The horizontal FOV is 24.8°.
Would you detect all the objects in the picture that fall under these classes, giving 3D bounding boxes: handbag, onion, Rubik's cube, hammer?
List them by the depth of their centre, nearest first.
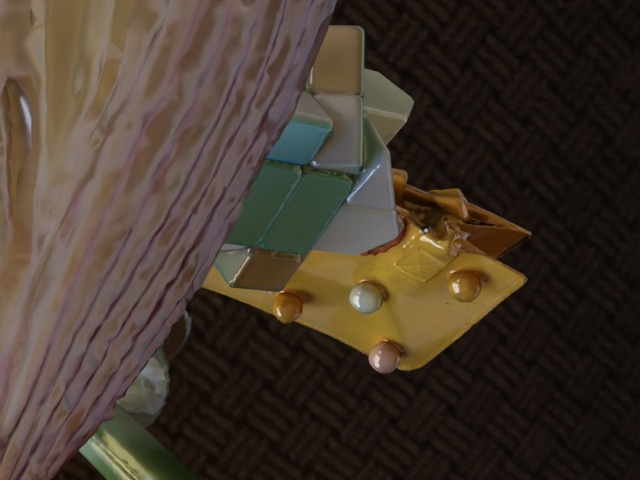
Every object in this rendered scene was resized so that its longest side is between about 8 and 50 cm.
[{"bbox_3d":[-0.142,-0.015,0.395,0.267,0.159,0.349,-12,129,-54],"label":"onion"},{"bbox_3d":[-0.144,0.159,1.109,0.206,0.335,0.119,9,113,-54],"label":"hammer"},{"bbox_3d":[-0.039,-0.092,1.255,0.213,0.224,0.265,7,127,-43],"label":"Rubik's cube"},{"bbox_3d":[0.000,0.000,1.602,0.401,0.283,0.133,24,54,-19],"label":"handbag"}]

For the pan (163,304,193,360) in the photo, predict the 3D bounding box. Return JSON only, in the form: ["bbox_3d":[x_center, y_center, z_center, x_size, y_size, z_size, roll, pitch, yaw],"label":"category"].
[{"bbox_3d":[-0.221,0.069,1.528,0.115,0.040,0.212,-43,127,9],"label":"pan"}]
